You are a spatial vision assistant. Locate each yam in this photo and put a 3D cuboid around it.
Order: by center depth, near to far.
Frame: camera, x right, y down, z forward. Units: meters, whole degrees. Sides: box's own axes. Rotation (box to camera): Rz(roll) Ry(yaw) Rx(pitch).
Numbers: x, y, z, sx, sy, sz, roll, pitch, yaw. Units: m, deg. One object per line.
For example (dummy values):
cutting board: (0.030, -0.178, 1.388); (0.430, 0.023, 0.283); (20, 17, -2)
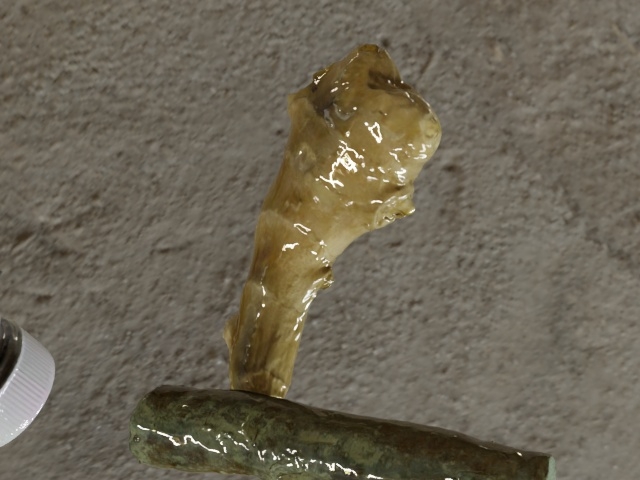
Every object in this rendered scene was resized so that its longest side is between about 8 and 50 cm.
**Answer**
yam: (0.011, 0.137, 0.685); (0.061, 0.274, 0.061); (7, 90, -74)

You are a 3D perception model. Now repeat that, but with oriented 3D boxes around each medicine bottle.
medicine bottle: (-0.448, 0.111, 1.219); (0.273, 0.165, 0.165); (47, 48, -37)

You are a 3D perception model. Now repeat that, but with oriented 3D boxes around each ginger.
ginger: (0.000, 0.000, 0.793); (0.086, 0.131, 0.294); (8, 104, -59)

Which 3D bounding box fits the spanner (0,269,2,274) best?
spanner: (-0.454, -0.060, 1.180); (0.093, 0.026, 0.325); (-90, 157, -45)
